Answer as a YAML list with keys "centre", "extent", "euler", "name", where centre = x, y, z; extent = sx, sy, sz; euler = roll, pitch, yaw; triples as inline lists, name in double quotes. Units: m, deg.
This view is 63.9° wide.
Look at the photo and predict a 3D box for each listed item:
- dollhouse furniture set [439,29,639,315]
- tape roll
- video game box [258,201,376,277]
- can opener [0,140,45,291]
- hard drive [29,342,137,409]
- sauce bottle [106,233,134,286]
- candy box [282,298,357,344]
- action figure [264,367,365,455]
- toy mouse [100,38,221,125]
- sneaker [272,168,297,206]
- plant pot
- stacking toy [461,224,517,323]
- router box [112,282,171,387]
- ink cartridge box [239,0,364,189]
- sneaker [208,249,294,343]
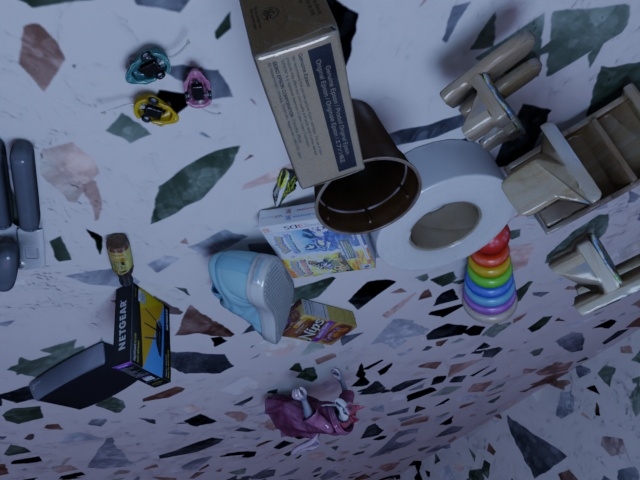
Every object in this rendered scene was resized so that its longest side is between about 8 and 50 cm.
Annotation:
- centre: [0.429, -0.130, 0.811]
  extent: [0.256, 0.362, 0.394]
  euler: [-34, 168, 24]
  name: "dollhouse furniture set"
- centre: [0.230, -0.061, 1.018]
  extent: [0.286, 0.100, 0.286]
  euler: [-11, 144, -8]
  name: "tape roll"
- centre: [0.000, 0.000, 1.018]
  extent: [0.187, 0.048, 0.205]
  euler: [-7, 146, 16]
  name: "video game box"
- centre: [-0.475, -0.030, 0.799]
  extent: [0.074, 0.093, 0.280]
  euler: [3, 135, -23]
  name: "can opener"
- centre: [-0.569, 0.344, 1.271]
  extent: [0.254, 0.054, 0.172]
  euler: [-29, 142, 16]
  name: "hard drive"
- centre: [-0.372, 0.041, 0.964]
  extent: [0.042, 0.042, 0.128]
  euler: [-6, 141, -14]
  name: "sauce bottle"
- centre: [-0.010, 0.214, 1.323]
  extent: [0.186, 0.053, 0.109]
  euler: [20, 131, -38]
  name: "candy box"
- centre: [-0.011, 0.549, 1.563]
  extent: [0.248, 0.276, 0.370]
  euler: [-6, 174, -43]
  name: "action figure"
- centre: [-0.203, -0.220, 0.699]
  extent: [0.161, 0.031, 0.143]
  euler: [6, 138, -29]
  name: "toy mouse"
- centre: [-0.062, -0.091, 0.922]
  extent: [0.035, 0.031, 0.083]
  euler: [1, 140, -24]
  name: "sneaker"
- centre: [0.053, -0.124, 0.812]
  extent: [0.166, 0.165, 0.167]
  euler: [-11, 144, -8]
  name: "plant pot"
- centre: [0.402, 0.062, 1.237]
  extent: [0.141, 0.141, 0.330]
  euler: [-19, 137, 4]
  name: "stacking toy"
- centre: [-0.363, 0.195, 1.053]
  extent: [0.046, 0.179, 0.133]
  euler: [-22, 143, 10]
  name: "router box"
- centre: [-0.027, -0.213, 0.605]
  extent: [0.088, 0.235, 0.193]
  euler: [-18, 144, 3]
  name: "ink cartridge box"
- centre: [-0.149, 0.113, 1.107]
  extent: [0.150, 0.135, 0.366]
  euler: [15, 151, 11]
  name: "sneaker"
